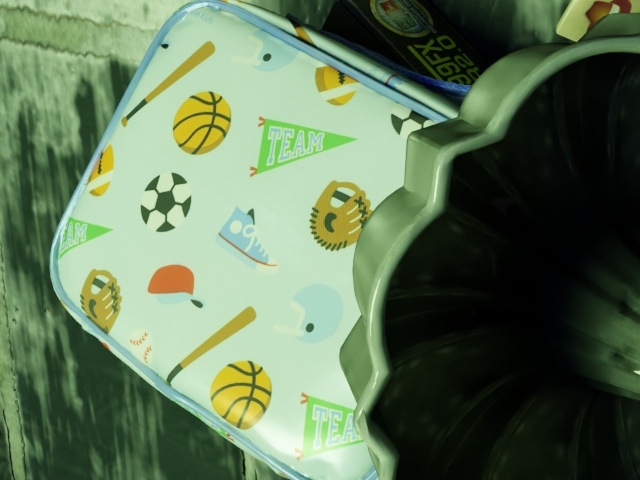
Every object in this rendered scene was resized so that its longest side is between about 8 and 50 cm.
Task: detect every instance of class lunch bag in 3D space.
[{"bbox_3d":[0.000,0.000,1.037,0.303,0.115,0.243,32,95,31],"label":"lunch bag"}]

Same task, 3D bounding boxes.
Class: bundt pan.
[{"bbox_3d":[0.155,0.039,0.884,0.124,0.331,0.331,-140,42,-66],"label":"bundt pan"}]

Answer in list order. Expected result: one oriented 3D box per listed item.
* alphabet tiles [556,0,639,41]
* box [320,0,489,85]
[{"bbox_3d":[0.216,-0.165,0.856,0.198,0.009,0.237,22,133,-6],"label":"alphabet tiles"},{"bbox_3d":[0.049,0.001,1.161,0.216,0.060,0.270,49,136,21],"label":"box"}]
